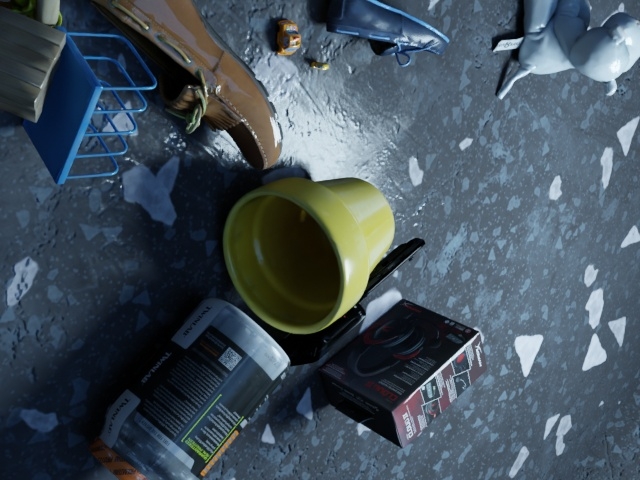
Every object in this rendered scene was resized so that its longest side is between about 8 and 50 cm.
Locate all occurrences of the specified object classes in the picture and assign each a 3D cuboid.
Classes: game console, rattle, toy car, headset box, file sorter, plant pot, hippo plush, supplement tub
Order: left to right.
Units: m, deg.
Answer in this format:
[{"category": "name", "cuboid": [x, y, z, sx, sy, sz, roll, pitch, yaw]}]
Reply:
[{"category": "rattle", "cuboid": [-0.379, -0.357, 1.011, 0.142, 0.130, 0.200, 9, 144, -12]}, {"category": "file sorter", "cuboid": [-0.308, -0.180, 1.112, 0.104, 0.118, 0.170, -12, 147, -44]}, {"category": "supplement tub", "cuboid": [-0.214, 0.264, 1.360, 0.316, 0.193, 0.194, -49, 132, -18]}, {"category": "toy car", "cuboid": [-0.024, -0.332, 1.411, 0.122, 0.040, 0.060, 11, 98, -43]}, {"category": "plant pot", "cuboid": [0.000, 0.000, 1.437, 0.239, 0.253, 0.254, -30, 126, -50]}, {"category": "game console", "cuboid": [0.069, 0.110, 1.550, 0.361, 0.213, 0.044, -40, 95, -23]}, {"category": "headset box", "cuboid": [0.158, 0.270, 1.682, 0.293, 0.218, 0.110, -36, 126, -27]}, {"category": "hippo plush", "cuboid": [0.548, -0.440, 1.750, 0.294, 0.236, 0.235, -30, 124, -30]}]

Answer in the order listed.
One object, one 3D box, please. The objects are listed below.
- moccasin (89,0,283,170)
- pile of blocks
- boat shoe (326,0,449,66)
[{"category": "moccasin", "cuboid": [-0.189, -0.239, 1.229, 0.147, 0.139, 0.380, -50, 132, -15]}, {"category": "pile of blocks", "cuboid": [-0.492, -0.206, 0.988, 0.361, 0.112, 0.149, -2, 71, -21]}, {"category": "boat shoe", "cuboid": [0.113, -0.375, 1.495, 0.258, 0.109, 0.089, 14, 104, -28]}]
